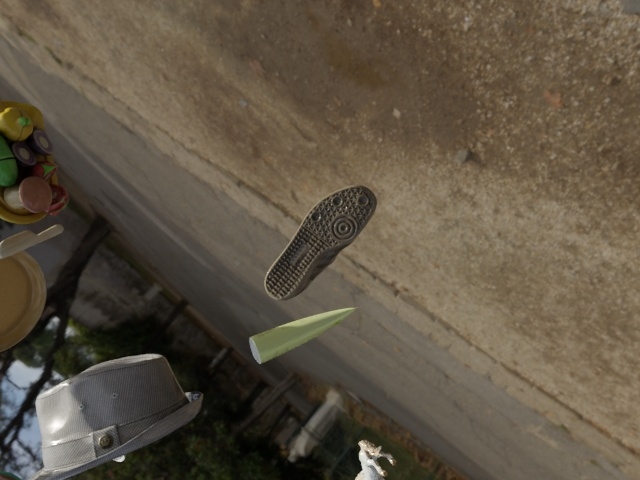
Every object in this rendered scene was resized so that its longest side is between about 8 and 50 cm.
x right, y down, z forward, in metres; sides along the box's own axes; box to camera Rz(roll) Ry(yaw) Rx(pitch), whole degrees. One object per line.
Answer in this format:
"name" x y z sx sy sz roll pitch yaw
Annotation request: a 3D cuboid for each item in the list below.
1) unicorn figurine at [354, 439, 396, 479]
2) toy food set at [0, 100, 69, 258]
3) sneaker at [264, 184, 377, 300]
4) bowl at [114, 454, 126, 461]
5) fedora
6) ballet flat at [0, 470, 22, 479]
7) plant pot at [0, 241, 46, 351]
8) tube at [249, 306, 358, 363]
"unicorn figurine" 0.104 0.473 1.177 0.060 0.162 0.111 -4 -173 -44
"toy food set" -0.412 -0.095 0.836 0.071 0.128 0.218 -5 101 27
"sneaker" 0.000 0.000 0.767 0.066 0.188 0.071 47 -169 7
"bowl" -0.615 0.577 1.674 0.142 0.053 0.142 29 143 -9
"fedora" -0.322 0.249 0.877 0.244 0.275 0.124 9 -119 -87
"ballet flat" -0.199 0.216 0.271 0.077 0.221 0.079 31 -171 -12
"plant pot" -0.682 0.117 1.191 0.032 0.236 0.236 12 151 38
"tube" -0.034 0.196 1.271 0.070 0.240 0.062 40 144 53
